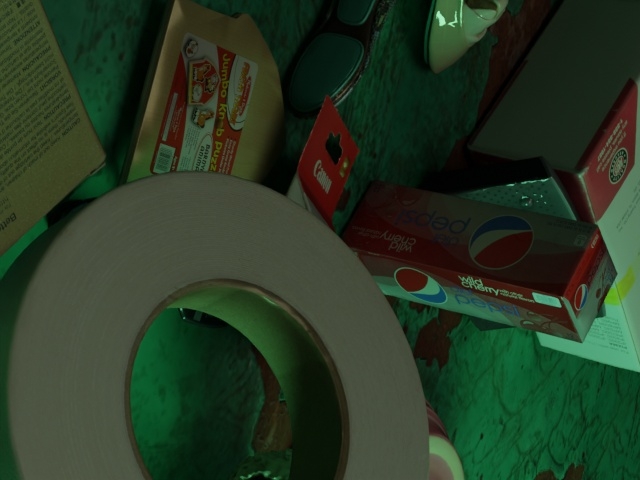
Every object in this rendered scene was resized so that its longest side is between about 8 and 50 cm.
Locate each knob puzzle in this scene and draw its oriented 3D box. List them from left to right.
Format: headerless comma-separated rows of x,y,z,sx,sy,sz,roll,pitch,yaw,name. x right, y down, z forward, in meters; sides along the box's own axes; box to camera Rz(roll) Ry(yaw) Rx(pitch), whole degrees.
-0.096,-0.104,1.265,0.213,0.030,0.213,-22,118,-50,knob puzzle

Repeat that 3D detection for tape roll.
-0.078,0.139,1.115,0.392,0.072,0.392,17,63,-35,tape roll

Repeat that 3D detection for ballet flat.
0.027,-0.186,1.386,0.188,0.070,0.070,-63,143,-14,ballet flat
0.155,-0.267,1.472,0.086,0.086,0.248,-42,147,-39,ballet flat

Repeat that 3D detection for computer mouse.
-0.144,0.018,1.241,0.242,0.041,0.071,30,78,-48,computer mouse

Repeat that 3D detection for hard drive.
0.216,0.005,1.632,0.255,0.172,0.054,59,31,-45,hard drive

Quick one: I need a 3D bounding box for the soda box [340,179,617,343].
0.152,0.017,1.451,0.092,0.263,0.083,-60,142,-24,soda box

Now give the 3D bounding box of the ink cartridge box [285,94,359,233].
0.000,0.000,1.359,0.225,0.056,0.181,-66,165,-8,ink cartridge box

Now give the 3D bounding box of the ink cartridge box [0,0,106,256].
-0.273,-0.068,0.976,0.235,0.088,0.193,-49,138,-35,ink cartridge box

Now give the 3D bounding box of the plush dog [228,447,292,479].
0.007,0.305,1.324,0.210,0.225,0.263,-69,178,-76,plush dog

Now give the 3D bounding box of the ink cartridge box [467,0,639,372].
0.352,-0.064,1.797,0.279,0.160,0.385,-55,140,-27,ink cartridge box

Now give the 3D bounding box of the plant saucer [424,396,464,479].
0.060,0.320,1.584,0.332,0.084,0.332,-24,121,-49,plant saucer
